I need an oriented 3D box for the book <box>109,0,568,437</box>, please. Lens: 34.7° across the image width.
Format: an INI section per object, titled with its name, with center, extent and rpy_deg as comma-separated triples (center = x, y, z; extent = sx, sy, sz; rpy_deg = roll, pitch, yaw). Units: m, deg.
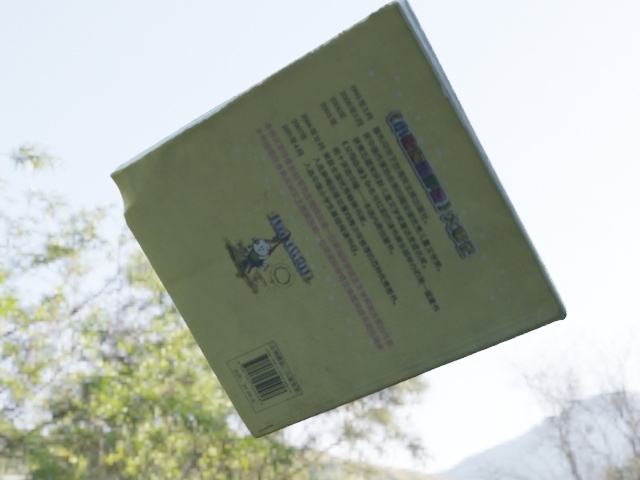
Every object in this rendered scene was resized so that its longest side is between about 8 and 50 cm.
[book]
center = 0.000, 0.000, 0.510
extent = 0.192, 0.168, 0.013
rpy_deg = -26, 6, 28
